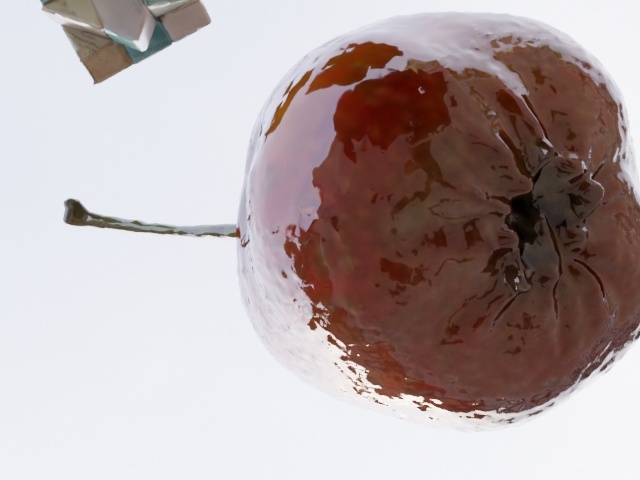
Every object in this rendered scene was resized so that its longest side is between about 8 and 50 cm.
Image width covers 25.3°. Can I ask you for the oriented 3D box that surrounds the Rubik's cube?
[{"bbox_3d":[-0.092,-0.119,0.621,0.075,0.084,0.073,-37,-54,-12],"label":"Rubik's cube"}]

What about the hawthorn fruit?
[{"bbox_3d":[0.000,0.000,0.575,0.165,0.285,0.165,6,-100,-39],"label":"hawthorn fruit"}]
